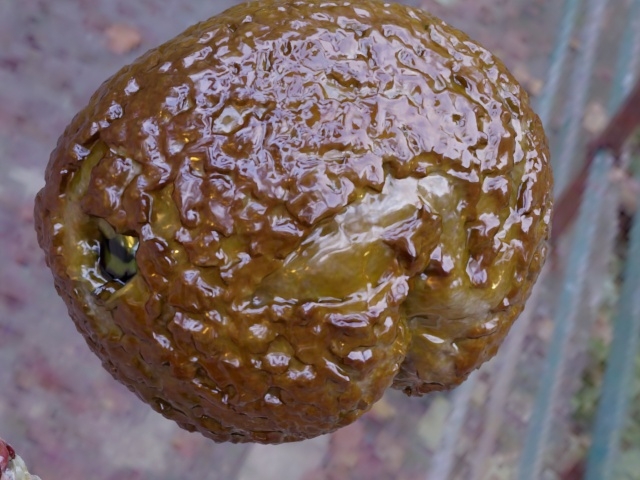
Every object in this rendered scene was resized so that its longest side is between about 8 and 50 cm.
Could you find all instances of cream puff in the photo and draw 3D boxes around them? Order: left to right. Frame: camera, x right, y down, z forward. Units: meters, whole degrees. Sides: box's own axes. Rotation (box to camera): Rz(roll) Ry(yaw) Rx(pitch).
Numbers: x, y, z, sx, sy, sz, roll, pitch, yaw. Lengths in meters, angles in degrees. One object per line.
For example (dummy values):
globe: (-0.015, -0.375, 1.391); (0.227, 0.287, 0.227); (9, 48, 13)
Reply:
cream puff: (0.000, 0.000, 1.123); (0.303, 0.303, 0.212); (-5, 44, -35)

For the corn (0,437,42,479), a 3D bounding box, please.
corn: (-0.151, 0.186, 1.004); (0.290, 0.098, 0.098); (52, 30, -30)
